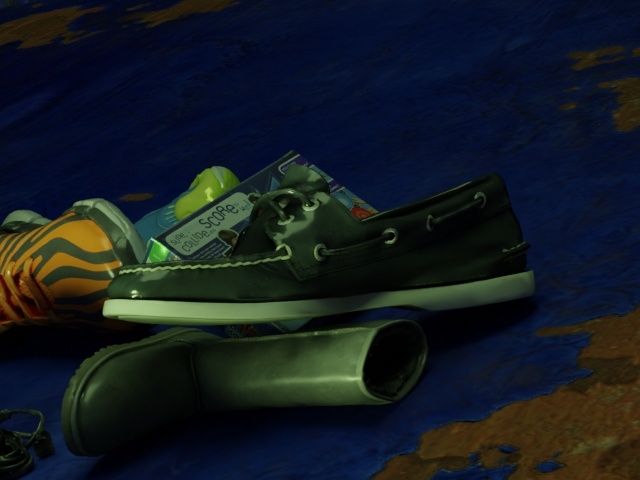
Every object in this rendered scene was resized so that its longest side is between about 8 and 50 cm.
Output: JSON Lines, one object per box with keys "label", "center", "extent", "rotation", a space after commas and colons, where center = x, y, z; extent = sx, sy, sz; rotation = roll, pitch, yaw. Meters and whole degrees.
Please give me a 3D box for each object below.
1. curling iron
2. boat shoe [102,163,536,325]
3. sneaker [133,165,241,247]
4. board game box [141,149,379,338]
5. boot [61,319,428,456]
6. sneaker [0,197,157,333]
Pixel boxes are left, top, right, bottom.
{"label": "curling iron", "center": [-0.245, 0.180, 1.329], "extent": [0.068, 0.035, 0.274], "rotation": [-11, 17, 12]}
{"label": "boat shoe", "center": [0.002, 0.000, 1.407], "extent": [0.340, 0.113, 0.127], "rotation": [-4, 0, -22]}
{"label": "sneaker", "center": [-0.114, 0.020, 1.681], "extent": [0.126, 0.091, 0.240], "rotation": [-32, 16, 8]}
{"label": "board game box", "center": [-0.030, 0.010, 1.556], "extent": [0.136, 0.035, 0.201], "rotation": [37, 39, 16]}
{"label": "boot", "center": [-0.053, 0.103, 1.372], "extent": [0.208, 0.076, 0.189], "rotation": [4, 24, 32]}
{"label": "sneaker", "center": [-0.260, 0.056, 1.630], "extent": [0.180, 0.124, 0.321], "rotation": [-29, 11, -27]}
